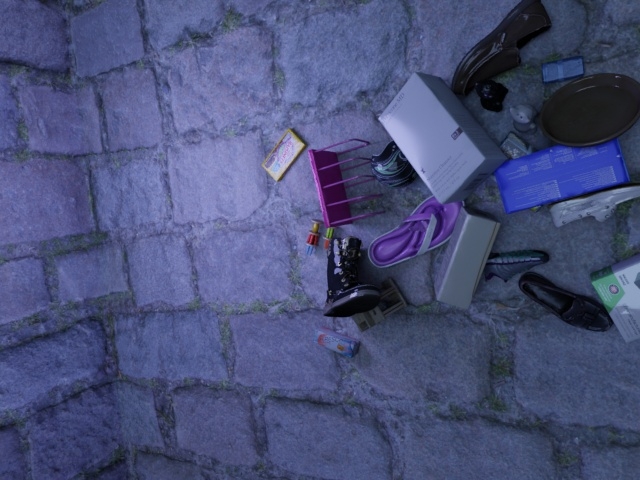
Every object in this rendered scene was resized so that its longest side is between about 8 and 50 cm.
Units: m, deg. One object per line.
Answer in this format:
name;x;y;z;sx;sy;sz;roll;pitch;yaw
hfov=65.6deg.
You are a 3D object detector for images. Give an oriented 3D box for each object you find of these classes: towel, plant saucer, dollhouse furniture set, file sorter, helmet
towel;0.753;-0.530;1.544;0.119;0.029;0.067;-3;95;30
plant saucer;0.793;-0.377;1.458;0.278;0.041;0.278;-20;49;25
dollhouse furniture set;0.211;0.248;1.907;0.129;0.129;0.183;59;148;11
file sorter;0.109;-0.214;1.840;0.182;0.202;0.290;-14;89;28
helmet;0.266;-0.266;1.772;0.161;0.169;0.169;-43;75;17

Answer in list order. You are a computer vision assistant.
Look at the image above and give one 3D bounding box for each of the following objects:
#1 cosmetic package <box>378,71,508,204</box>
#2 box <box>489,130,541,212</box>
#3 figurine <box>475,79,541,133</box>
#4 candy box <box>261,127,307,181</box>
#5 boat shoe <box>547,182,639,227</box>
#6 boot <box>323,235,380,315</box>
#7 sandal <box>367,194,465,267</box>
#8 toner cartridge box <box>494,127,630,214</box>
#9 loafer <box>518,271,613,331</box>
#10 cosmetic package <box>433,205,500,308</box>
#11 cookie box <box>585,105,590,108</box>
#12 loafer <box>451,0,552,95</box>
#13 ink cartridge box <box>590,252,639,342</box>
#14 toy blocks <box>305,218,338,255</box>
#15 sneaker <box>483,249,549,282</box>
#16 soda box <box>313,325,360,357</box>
cosmetic package;0.387;-0.334;1.612;0.385;0.156;0.217;57;132;22
box;0.663;-0.224;1.621;0.233;0.044;0.159;44;113;17
figurine;0.583;-0.420;1.547;0.215;0.209;0.092;42;114;18
candy box;-0.152;-0.355;2.066;0.105;0.027;0.206;47;115;12
boat shoe;0.849;-0.103;1.510;0.277;0.098;0.096;-17;89;38
boot;0.106;0.122;1.809;0.377;0.138;0.284;131;143;-67
sandal;0.343;-0.020;1.790;0.416;0.102;0.169;-39;79;25
toner cartridge box;0.727;-0.204;1.520;0.348;0.075;0.165;-16;88;28
loafer;0.773;0.206;1.585;0.302;0.095;0.109;31;110;22
cosmetic package;0.487;0.054;1.674;0.113;0.160;0.309;16;107;4
cookie box;0.807;-0.344;1.530;0.107;0.040;0.092;-40;78;27
loafer;0.572;-0.593;1.575;0.366;0.134;0.130;-46;74;25
ink cartridge box;0.982;0.139;1.446;0.289;0.121;0.211;-32;81;28
toy blocks;0.000;0.000;2.010;0.123;0.054;0.148;21;106;26
sneaker;0.651;0.089;1.658;0.224;0.083;0.098;-6;104;40
soda box;0.064;0.411;2.020;0.183;0.063;0.058;16;104;26
